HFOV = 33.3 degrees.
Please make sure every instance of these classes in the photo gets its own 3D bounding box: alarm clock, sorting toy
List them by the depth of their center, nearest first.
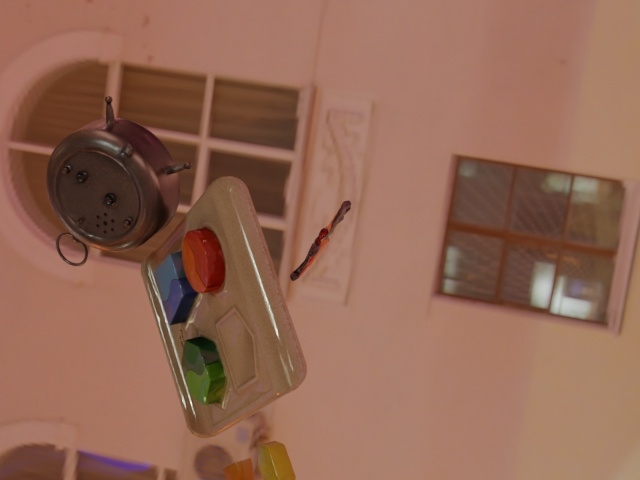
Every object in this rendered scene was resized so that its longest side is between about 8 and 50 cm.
[{"bbox_3d":[-0.095,0.118,1.044,0.229,0.041,0.307,-37,67,53],"label":"sorting toy"},{"bbox_3d":[-0.219,-0.040,1.076,0.192,0.129,0.064,-52,-1,33],"label":"alarm clock"}]

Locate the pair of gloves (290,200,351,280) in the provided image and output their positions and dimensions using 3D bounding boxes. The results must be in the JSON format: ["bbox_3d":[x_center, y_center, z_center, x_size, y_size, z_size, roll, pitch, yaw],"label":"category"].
[{"bbox_3d":[0.000,0.000,0.996,0.083,0.010,0.074,-57,-5,35],"label":"pair of gloves"}]
